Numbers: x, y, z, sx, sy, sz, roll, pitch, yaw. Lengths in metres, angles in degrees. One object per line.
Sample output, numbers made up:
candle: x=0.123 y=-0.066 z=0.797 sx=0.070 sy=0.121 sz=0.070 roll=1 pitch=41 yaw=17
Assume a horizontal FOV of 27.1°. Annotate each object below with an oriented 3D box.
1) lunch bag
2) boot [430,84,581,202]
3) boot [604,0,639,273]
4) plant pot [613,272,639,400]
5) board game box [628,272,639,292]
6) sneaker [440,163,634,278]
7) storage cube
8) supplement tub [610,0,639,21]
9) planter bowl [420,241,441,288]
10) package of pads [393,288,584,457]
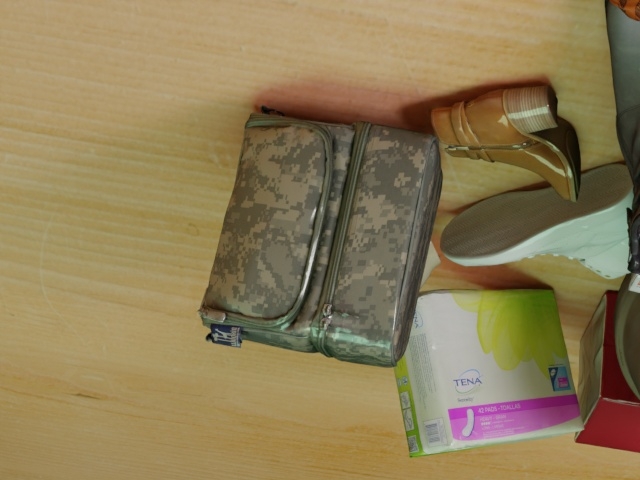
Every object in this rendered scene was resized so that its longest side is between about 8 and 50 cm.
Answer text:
lunch bag: x=0.000 y=0.000 z=1.650 sx=0.256 sy=0.305 sz=0.212 roll=11 pitch=174 yaw=10
boot: x=0.234 y=-0.114 z=1.641 sx=0.152 sy=0.073 sz=0.197 roll=-9 pitch=135 yaw=26
boot: x=0.372 y=-0.116 z=1.441 sx=0.118 sy=0.223 sz=0.338 roll=-2 pitch=149 yaw=20
plant pot: x=0.535 y=0.167 z=1.699 sx=0.323 sy=0.280 sz=0.323 roll=6 pitch=115 yaw=12
board game box: x=0.539 y=0.004 z=1.598 sx=0.305 sy=0.193 sz=0.053 roll=15 pitch=156 yaw=6
sneaker: x=0.320 y=0.006 z=1.789 sx=0.292 sy=0.108 sz=0.169 roll=-16 pitch=140 yaw=34
storage cube: x=0.503 y=0.207 z=2.017 sx=0.193 sy=0.184 sz=0.215 roll=8 pitch=151 yaw=3
supplement tub: x=0.212 y=-0.336 z=1.071 sx=0.316 sy=0.193 sz=0.193 roll=40 pitch=140 yaw=-25
planter bowl: x=0.099 y=0.010 z=1.827 sx=0.109 sy=0.162 sz=0.162 roll=-25 pitch=145 yaw=3
package of pads: x=0.239 y=0.182 z=1.926 sx=0.296 sy=0.229 sz=0.101 roll=-1 pitch=165 yaw=-40
